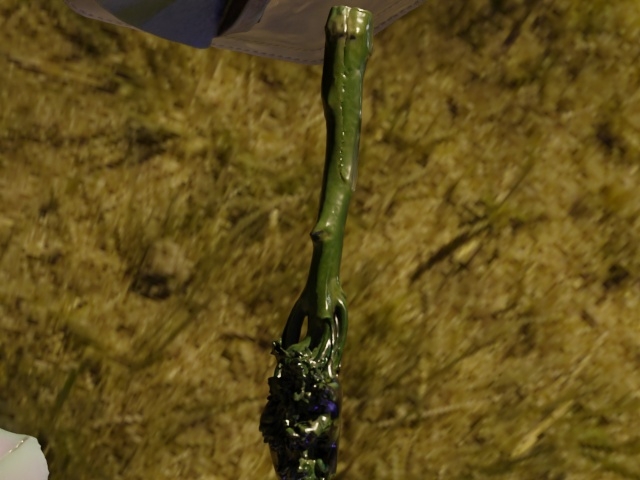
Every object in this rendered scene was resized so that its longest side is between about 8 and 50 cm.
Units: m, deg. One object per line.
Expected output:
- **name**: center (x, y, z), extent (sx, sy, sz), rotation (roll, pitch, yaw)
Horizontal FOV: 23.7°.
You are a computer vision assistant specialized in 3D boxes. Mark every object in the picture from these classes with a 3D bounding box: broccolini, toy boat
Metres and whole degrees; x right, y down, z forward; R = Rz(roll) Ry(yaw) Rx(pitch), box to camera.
- **broccolini**: center (-0.006, -0.001, 0.778), extent (0.057, 0.071, 0.254), rotation (16, 69, -41)
- **toy boat**: center (-0.082, -0.135, 0.827), extent (0.122, 0.096, 0.034), rotation (-15, 57, -35)

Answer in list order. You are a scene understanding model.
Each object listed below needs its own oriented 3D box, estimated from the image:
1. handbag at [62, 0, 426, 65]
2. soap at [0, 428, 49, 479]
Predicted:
- **handbag**: center (0.003, -0.247, 0.944), extent (0.236, 0.358, 0.160), rotation (0, 75, -37)
- **soap**: center (-0.172, 0.110, 0.569), extent (0.149, 0.100, 0.056), rotation (-6, 23, 17)
